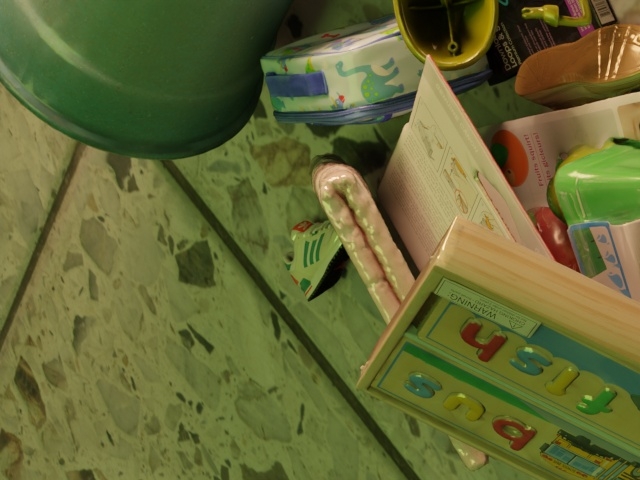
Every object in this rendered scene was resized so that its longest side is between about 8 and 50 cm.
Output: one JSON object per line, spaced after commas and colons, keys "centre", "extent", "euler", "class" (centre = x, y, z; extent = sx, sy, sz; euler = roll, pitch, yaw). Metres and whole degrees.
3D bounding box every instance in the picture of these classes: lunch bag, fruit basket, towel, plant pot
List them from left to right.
{"centre": [-0.148, -0.312, 1.685], "extent": [0.341, 0.341, 0.334], "euler": [56, 140, 14], "class": "plant pot"}
{"centre": [0.048, -0.168, 1.633], "extent": [0.219, 0.176, 0.090], "euler": [7, 113, 63], "class": "lunch bag"}
{"centre": [0.080, 0.058, 1.665], "extent": [0.317, 0.053, 0.332], "euler": [61, 180, -6], "class": "towel"}
{"centre": [0.255, 0.036, 1.530], "extent": [0.353, 0.165, 0.327], "euler": [-9, 101, 54], "class": "fruit basket"}

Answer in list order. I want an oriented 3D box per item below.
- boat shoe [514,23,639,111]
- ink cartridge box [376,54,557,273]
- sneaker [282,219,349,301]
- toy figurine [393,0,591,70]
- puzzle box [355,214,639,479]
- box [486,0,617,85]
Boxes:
{"centre": [0.257, -0.153, 1.516], "extent": [0.170, 0.059, 0.063], "euler": [-5, 63, 51], "class": "boat shoe"}
{"centre": [0.163, 0.008, 1.481], "extent": [0.296, 0.066, 0.261], "euler": [62, 159, 20], "class": "ink cartridge box"}
{"centre": [0.000, 0.000, 1.892], "extent": [0.075, 0.057, 0.161], "euler": [48, 141, 14], "class": "sneaker"}
{"centre": [0.117, -0.333, 1.556], "extent": [0.217, 0.191, 0.362], "euler": [160, 97, -83], "class": "toy figurine"}
{"centre": [0.244, 0.144, 1.342], "extent": [0.409, 0.052, 0.272], "euler": [26, 152, 1], "class": "puzzle box"}
{"centre": [0.196, -0.227, 1.574], "extent": [0.162, 0.029, 0.116], "euler": [-26, 87, 53], "class": "box"}
